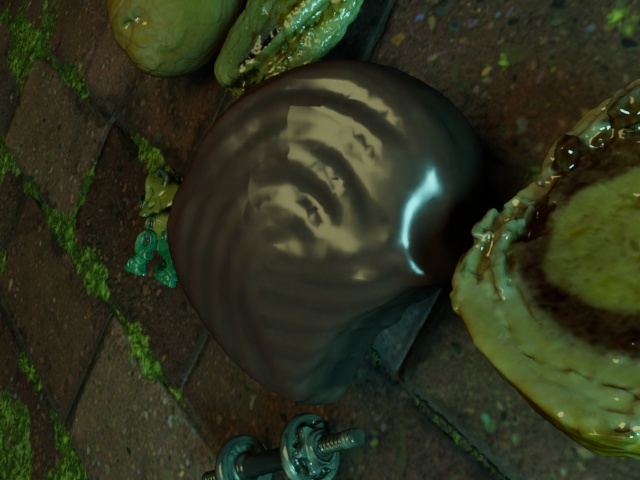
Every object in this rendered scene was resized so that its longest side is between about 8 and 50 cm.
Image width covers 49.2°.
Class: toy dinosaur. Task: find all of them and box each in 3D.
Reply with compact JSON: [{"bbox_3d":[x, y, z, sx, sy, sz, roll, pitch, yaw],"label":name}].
[{"bbox_3d":[-0.180,0.000,0.969,0.259,0.094,0.153,27,103,37],"label":"toy dinosaur"}]

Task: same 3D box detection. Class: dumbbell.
[{"bbox_3d":[-0.050,0.243,0.772,0.254,0.081,0.082,-29,61,37],"label":"dumbbell"}]

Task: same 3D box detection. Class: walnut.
[{"bbox_3d":[-0.213,-0.345,1.022,0.225,0.193,0.193,-45,51,41],"label":"walnut"}]

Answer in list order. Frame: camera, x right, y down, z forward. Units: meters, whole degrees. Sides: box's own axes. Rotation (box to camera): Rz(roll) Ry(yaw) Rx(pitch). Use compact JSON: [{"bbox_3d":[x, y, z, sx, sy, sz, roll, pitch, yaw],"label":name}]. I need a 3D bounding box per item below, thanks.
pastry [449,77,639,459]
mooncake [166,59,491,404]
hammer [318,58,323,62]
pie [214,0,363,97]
[{"bbox_3d":[0.234,0.042,0.466,0.237,0.170,0.256,-45,47,-3],"label":"pastry"},{"bbox_3d":[0.000,0.000,0.686,0.325,0.174,0.334,-6,91,32],"label":"mooncake"},{"bbox_3d":[-0.028,-0.140,0.866,0.116,0.069,0.194,-2,71,46],"label":"hammer"},{"bbox_3d":[-0.040,-0.275,0.862,0.248,0.090,0.201,-41,34,23],"label":"pie"}]
